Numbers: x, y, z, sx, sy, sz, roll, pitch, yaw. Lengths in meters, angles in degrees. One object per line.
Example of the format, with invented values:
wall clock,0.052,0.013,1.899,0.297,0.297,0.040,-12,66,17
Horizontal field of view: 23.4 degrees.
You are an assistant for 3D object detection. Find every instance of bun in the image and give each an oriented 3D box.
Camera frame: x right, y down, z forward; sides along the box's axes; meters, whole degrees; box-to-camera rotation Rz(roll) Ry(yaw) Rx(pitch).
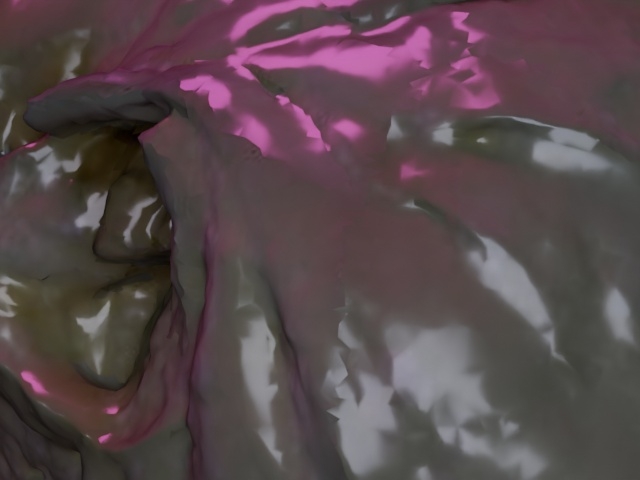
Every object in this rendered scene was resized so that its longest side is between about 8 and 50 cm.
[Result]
bun,0.000,0.000,0.493,0.361,0.213,0.361,-11,70,31
